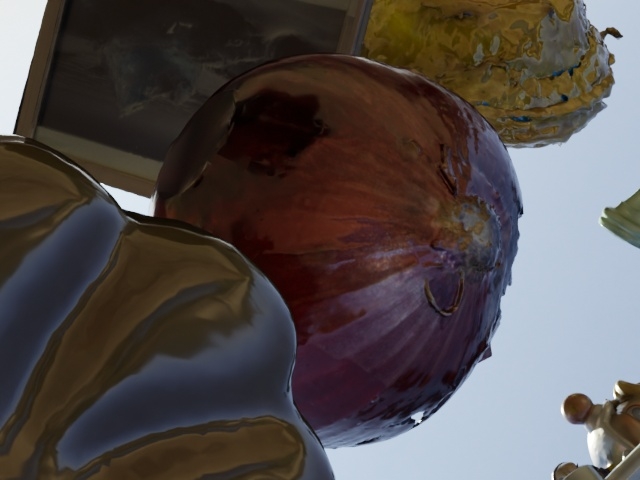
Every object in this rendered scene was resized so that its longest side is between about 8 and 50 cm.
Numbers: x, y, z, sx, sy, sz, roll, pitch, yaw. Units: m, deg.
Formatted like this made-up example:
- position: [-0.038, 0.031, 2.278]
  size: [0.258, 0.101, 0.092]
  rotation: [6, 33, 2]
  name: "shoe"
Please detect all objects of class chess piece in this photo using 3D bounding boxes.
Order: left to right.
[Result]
- position: [0.335, -0.046, 1.129]
  size: [0.103, 0.067, 0.067]
  rotation: [-61, -161, 14]
  name: "chess piece"

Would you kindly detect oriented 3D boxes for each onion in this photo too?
- position: [0.004, 0.003, 0.942]
  size: [0.341, 0.341, 0.341]
  rotation: [-25, -156, 12]
  name: "onion"

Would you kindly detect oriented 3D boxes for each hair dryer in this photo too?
- position: [0.285, 0.219, 1.014]
  size: [0.137, 0.047, 0.082]
  rotation: [-51, -125, 15]
  name: "hair dryer"

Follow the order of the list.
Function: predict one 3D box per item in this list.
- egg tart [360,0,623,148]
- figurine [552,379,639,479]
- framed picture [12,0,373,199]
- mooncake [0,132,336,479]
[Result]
- position: [0.197, -0.264, 1.395]
  size: [0.387, 0.169, 0.388]
  rotation: [6, -143, -5]
  name: "egg tart"
- position: [0.343, 0.275, 1.239]
  size: [0.193, 0.133, 0.274]
  rotation: [17, -126, 14]
  name: "figurine"
- position: [-0.167, -0.206, 1.343]
  size: [0.446, 0.326, 0.028]
  rotation: [16, -174, 24]
  name: "framed picture"
- position: [-0.178, 0.132, 0.575]
  size: [0.378, 0.378, 0.200]
  rotation: [-40, -168, -21]
  name: "mooncake"
